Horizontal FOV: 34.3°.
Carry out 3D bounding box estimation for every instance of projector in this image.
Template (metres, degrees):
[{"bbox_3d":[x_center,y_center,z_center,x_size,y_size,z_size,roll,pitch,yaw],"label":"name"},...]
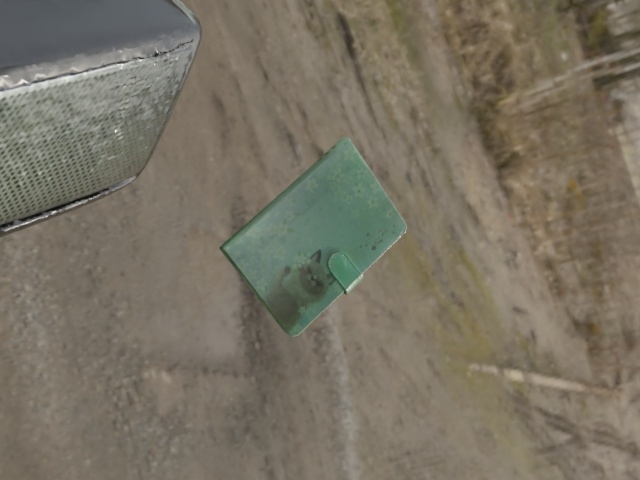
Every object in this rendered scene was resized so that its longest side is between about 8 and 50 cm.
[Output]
[{"bbox_3d":[-0.391,-0.194,0.986,0.395,0.242,0.405,41,35,14],"label":"projector"}]

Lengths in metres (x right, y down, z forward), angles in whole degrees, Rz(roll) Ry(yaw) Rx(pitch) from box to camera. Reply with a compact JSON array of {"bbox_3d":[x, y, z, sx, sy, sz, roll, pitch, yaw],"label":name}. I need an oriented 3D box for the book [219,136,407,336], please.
[{"bbox_3d":[0.000,0.000,0.819,0.103,0.135,0.017,55,-18,-25],"label":"book"}]
